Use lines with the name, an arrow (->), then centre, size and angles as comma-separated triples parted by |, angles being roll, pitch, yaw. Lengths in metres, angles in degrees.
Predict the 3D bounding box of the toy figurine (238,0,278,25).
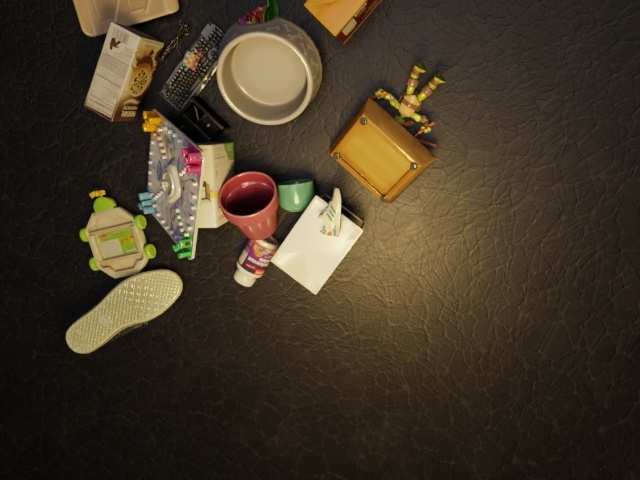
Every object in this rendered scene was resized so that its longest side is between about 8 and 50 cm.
toy figurine -> -0.224, -0.699, 1.647 | 0.159, 0.130, 0.173 | -3, 82, 21

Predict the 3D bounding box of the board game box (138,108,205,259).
board game box -> -0.515, -0.190, 1.694 | 0.390, 0.050, 0.390 | 41, 128, 38

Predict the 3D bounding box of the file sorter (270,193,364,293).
file sorter -> 0.000, 0.000, 1.737 | 0.192, 0.173, 0.278 | 36, 107, 1

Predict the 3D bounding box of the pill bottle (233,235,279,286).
pill bottle -> -0.239, 0.068, 1.834 | 0.108, 0.108, 0.194 | 32, 108, 2

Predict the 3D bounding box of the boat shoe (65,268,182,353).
boat shoe -> -0.752, 0.265, 1.963 | 0.499, 0.156, 0.187 | -33, 91, 5

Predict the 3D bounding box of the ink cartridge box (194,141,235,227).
ink cartridge box -> -0.381, -0.197, 1.744 | 0.116, 0.201, 0.279 | 3, 104, 11

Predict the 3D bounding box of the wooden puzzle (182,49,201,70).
wooden puzzle -> -0.444, -0.617, 1.723 | 0.049, 0.006, 0.083 | 28, 109, -3

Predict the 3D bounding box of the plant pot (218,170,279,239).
plant pot -> -0.227, -0.103, 1.717 | 0.201, 0.202, 0.180 | 0, 144, 11

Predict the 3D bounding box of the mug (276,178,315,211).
mug -> -0.088, -0.156, 1.748 | 0.129, 0.157, 0.098 | -12, 104, -20

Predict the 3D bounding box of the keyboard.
keyboard -> -0.463, -0.624, 1.742 | 0.201, 0.033, 0.317 | 42, 107, -2

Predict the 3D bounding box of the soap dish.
soap dish -> 0.189, -0.277, 1.629 | 0.290, 0.118, 0.229 | 41, 128, -3

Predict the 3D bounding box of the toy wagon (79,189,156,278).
toy wagon -> -0.789, -0.030, 1.935 | 0.266, 0.068, 0.345 | -12, 101, 13

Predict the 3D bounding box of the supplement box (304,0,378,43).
supplement box -> 0.078, -0.728, 1.527 | 0.129, 0.194, 0.191 | 44, 107, -2

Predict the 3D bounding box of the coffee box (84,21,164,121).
coffee box -> -0.670, -0.568, 1.724 | 0.118, 0.168, 0.297 | 28, 108, 3

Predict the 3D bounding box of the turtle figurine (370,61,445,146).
turtle figurine -> 0.303, -0.440, 1.611 | 0.269, 0.087, 0.217 | 36, 125, 4

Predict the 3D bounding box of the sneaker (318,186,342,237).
sneaker -> 0.030, -0.090, 1.591 | 0.075, 0.057, 0.162 | 4, 106, 5

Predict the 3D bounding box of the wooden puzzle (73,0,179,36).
wooden puzzle -> -0.672, -0.889, 1.695 | 0.347, 0.080, 0.323 | -11, 102, 9

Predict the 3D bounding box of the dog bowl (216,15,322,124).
dog bowl -> -0.170, -0.527, 1.603 | 0.348, 0.102, 0.349 | 4, 134, 4

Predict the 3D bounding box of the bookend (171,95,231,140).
bookend -> -0.431, -0.396, 1.772 | 0.156, 0.072, 0.157 | 45, 108, -3
